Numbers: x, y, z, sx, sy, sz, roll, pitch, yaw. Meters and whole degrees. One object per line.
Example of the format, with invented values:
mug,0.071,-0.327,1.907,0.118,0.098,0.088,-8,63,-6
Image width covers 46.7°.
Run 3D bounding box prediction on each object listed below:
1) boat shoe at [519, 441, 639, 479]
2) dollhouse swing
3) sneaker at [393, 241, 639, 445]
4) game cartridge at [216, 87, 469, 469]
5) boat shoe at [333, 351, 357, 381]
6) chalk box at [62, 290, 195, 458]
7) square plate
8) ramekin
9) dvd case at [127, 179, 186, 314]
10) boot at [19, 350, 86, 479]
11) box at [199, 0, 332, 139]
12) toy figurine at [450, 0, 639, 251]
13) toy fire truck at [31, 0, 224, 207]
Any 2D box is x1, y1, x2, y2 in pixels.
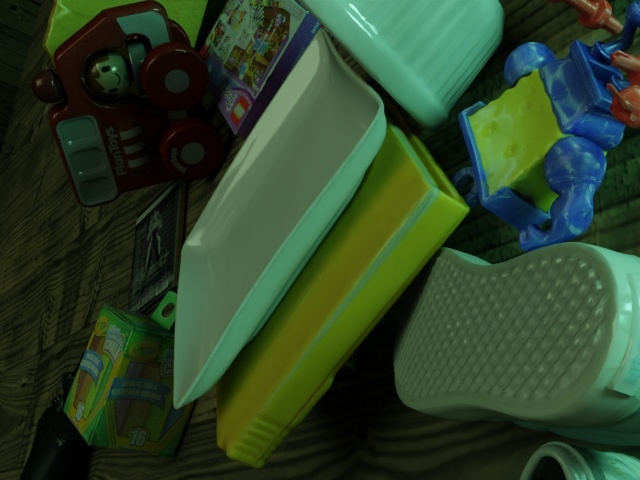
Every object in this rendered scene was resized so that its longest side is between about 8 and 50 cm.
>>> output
boat shoe,0.138,0.287,0.457,0.118,0.103,0.321,7,78,56
dollhouse swing,-0.366,-0.407,1.361,0.305,0.315,0.347,23,97,51
sneaker,0.160,0.083,0.531,0.366,0.150,0.135,175,113,-79
game cartridge,-0.005,0.026,0.738,0.324,0.052,0.285,-55,22,20
boat shoe,-0.019,0.105,0.817,0.190,0.068,0.072,3,61,54
chalk box,-0.247,0.172,1.036,0.132,0.132,0.213,15,85,56
square plate,-0.054,-0.041,0.793,0.344,0.049,0.347,-55,22,17
ramekin,0.062,-0.243,0.723,0.127,0.273,0.273,-44,39,12
dvd case,-0.281,0.014,1.271,0.164,0.018,0.221,-35,47,41
boot,-0.411,0.325,1.216,0.207,0.094,0.247,-51,31,31
box,-0.100,-0.297,1.149,0.201,0.057,0.293,-56,36,18
toy figurine,0.157,-0.121,0.589,0.217,0.191,0.363,-45,39,39
toy fire truck,-0.303,-0.209,1.165,0.169,0.253,0.302,-123,20,-50
